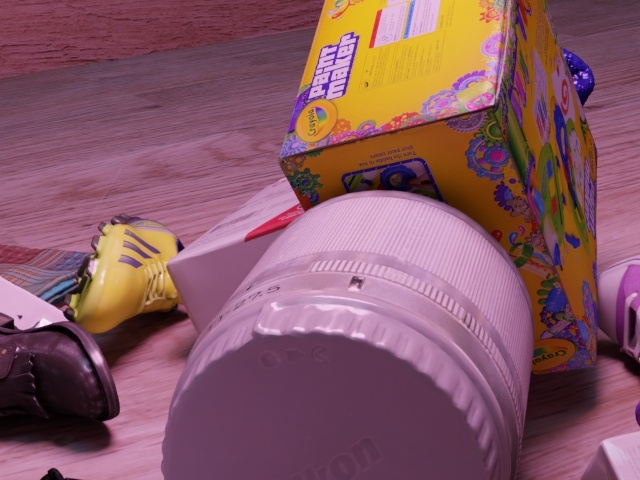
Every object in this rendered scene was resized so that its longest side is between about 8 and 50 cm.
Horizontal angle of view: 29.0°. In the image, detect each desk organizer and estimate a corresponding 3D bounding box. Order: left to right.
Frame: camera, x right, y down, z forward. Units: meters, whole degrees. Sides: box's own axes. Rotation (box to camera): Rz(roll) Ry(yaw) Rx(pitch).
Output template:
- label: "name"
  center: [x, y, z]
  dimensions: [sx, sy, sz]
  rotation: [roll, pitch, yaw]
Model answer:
- label: "desk organizer"
  center: [-0.295, 0.080, 1.216]
  dimensions: [0.130, 0.050, 0.047]
  rotation: [28, 57, 5]

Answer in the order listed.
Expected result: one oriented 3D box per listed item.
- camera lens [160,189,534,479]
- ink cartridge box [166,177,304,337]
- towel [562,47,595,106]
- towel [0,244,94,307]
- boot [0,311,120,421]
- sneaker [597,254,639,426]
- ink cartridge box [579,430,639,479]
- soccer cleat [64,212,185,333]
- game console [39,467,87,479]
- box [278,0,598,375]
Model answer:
- label: "camera lens"
  center: [0.030, 0.099, 0.838]
  dimensions: [0.219, 0.219, 0.274]
  rotation: [-1, 18, 13]
- label: "ink cartridge box"
  center: [0.000, 0.000, 1.249]
  dimensions: [0.197, 0.114, 0.273]
  rotation: [-19, 12, 24]
- label: "towel"
  center: [0.141, -0.119, 1.334]
  dimensions: [0.227, 0.308, 0.076]
  rotation: [27, 56, 6]
- label: "towel"
  center: [-0.430, 0.070, 1.355]
  dimensions: [0.271, 0.040, 0.370]
  rotation: [4, 20, 25]
- label: "boot"
  center: [-0.320, 0.147, 1.038]
  dimensions: [0.263, 0.091, 0.229]
  rotation: [6, 26, 43]
- label: "sneaker"
  center: [0.285, 0.090, 1.002]
  dimensions: [0.161, 0.102, 0.282]
  rotation: [-18, 21, -27]
- label: "ink cartridge box"
  center: [0.271, 0.163, 0.748]
  dimensions: [0.198, 0.067, 0.115]
  rotation: [-10, 52, -15]
- label: "soccer cleat"
  center: [-0.181, 0.037, 1.264]
  dimensions: [0.121, 0.093, 0.289]
  rotation: [28, 10, -5]
- label: "game console"
  center: [-0.163, 0.215, 0.870]
  dimensions: [0.107, 0.071, 0.122]
  rotation: [-44, 30, -15]
- label: "box"
  center: [0.121, -0.074, 1.068]
  dimensions: [0.177, 0.279, 0.290]
  rotation: [-12, 38, 22]
